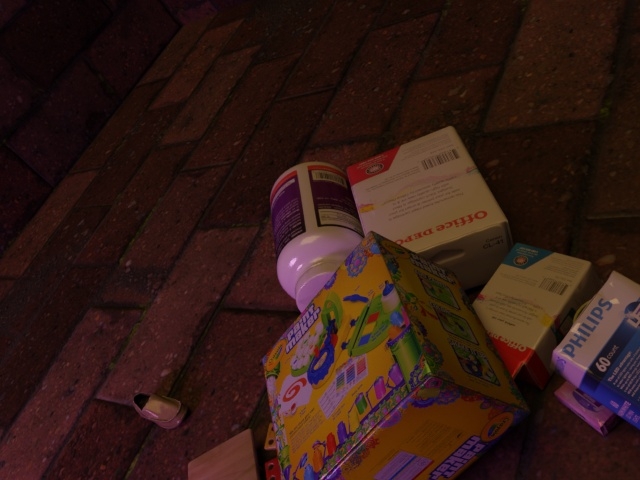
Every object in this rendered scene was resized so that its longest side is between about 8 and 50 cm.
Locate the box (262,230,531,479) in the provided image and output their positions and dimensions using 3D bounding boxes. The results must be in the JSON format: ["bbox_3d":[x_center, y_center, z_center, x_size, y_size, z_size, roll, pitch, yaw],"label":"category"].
[{"bbox_3d":[0.081,0.197,0.917,0.290,0.177,0.279,-51,32,24],"label":"box"}]

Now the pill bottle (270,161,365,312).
[{"bbox_3d":[0.000,0.000,1.272,0.182,0.181,0.323,-28,38,15],"label":"pill bottle"}]

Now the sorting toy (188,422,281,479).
[{"bbox_3d":[-0.143,0.399,1.086,0.275,0.046,0.132,-32,37,10],"label":"sorting toy"}]

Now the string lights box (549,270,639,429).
[{"bbox_3d":[0.414,0.163,0.750,0.260,0.076,0.133,35,76,29],"label":"string lights box"}]

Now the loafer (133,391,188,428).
[{"bbox_3d":[-0.324,0.335,1.305,0.148,0.050,0.056,-4,49,38],"label":"loafer"}]

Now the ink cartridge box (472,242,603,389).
[{"bbox_3d":[0.296,0.124,0.972,0.231,0.078,0.134,-50,37,-15],"label":"ink cartridge box"}]

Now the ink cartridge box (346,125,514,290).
[{"bbox_3d":[0.188,-0.046,1.178,0.226,0.131,0.306,-20,40,8],"label":"ink cartridge box"}]

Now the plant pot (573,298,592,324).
[{"bbox_3d":[0.393,0.129,0.882,0.083,0.079,0.083,-24,39,21],"label":"plant pot"}]

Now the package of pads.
[{"bbox_3d":[0.356,0.212,0.866,0.050,0.032,0.083,-44,37,-5],"label":"package of pads"}]
